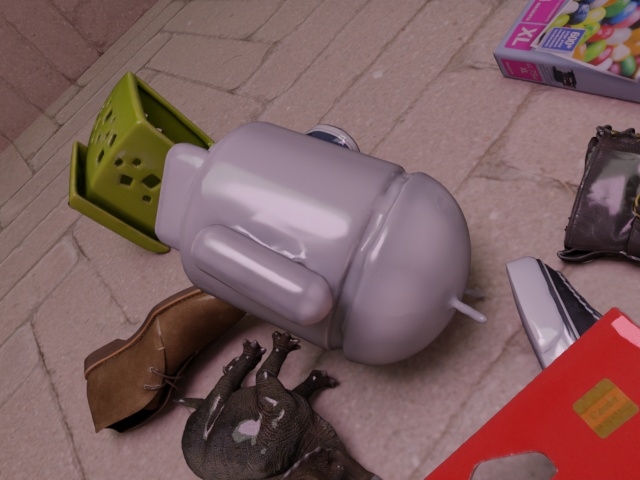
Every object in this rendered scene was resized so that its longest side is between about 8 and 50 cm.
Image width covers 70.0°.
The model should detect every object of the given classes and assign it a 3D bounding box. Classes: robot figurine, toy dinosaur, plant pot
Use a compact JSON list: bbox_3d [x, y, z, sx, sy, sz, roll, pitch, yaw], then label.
[{"bbox_3d":[0.000,0.000,0.482,0.353,0.300,0.200,22,113,17],"label":"robot figurine"},{"bbox_3d":[-0.083,0.193,0.487,0.313,0.121,0.160,-2,43,29],"label":"toy dinosaur"},{"bbox_3d":[-0.314,-0.125,0.827,0.207,0.228,0.227,-40,44,9],"label":"plant pot"}]

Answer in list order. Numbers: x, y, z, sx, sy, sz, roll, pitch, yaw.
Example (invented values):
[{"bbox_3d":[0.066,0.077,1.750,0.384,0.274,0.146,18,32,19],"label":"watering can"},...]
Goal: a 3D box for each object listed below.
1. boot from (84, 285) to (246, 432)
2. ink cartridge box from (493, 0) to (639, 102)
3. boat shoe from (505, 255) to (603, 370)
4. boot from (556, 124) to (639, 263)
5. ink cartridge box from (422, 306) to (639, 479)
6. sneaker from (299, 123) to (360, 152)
[{"bbox_3d":[-0.199,0.159,0.612,0.305,0.112,0.115,-35,51,19],"label":"boot"},{"bbox_3d":[0.389,-0.260,0.537,0.311,0.065,0.186,38,95,44],"label":"ink cartridge box"},{"bbox_3d":[0.237,0.127,0.328,0.102,0.108,0.301,-27,48,15],"label":"boat shoe"},{"bbox_3d":[0.355,-0.073,0.395,0.229,0.091,0.263,27,90,46],"label":"boot"},{"bbox_3d":[0.153,0.226,0.240,0.296,0.066,0.261,-52,52,17],"label":"ink cartridge box"},{"bbox_3d":[-0.054,-0.100,0.709,0.226,0.086,0.163,9,51,50],"label":"sneaker"}]
